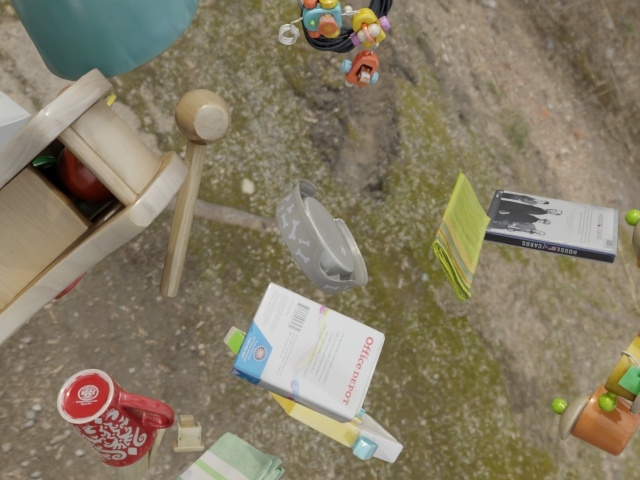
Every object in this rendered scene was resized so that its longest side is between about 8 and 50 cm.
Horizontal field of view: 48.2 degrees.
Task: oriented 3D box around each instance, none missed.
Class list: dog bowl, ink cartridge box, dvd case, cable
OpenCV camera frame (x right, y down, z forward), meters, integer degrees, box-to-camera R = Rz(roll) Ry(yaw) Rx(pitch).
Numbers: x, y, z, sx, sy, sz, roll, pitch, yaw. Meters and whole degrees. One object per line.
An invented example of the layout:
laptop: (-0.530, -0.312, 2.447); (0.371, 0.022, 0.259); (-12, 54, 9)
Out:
dog bowl: (0.000, 0.000, 2.041); (0.349, 0.102, 0.349); (52, 17, -23)
ink cartridge box: (-0.012, 0.108, 0.678); (0.122, 0.052, 0.089); (25, 67, -3)
dvd case: (0.438, -0.031, 1.360); (0.179, 0.238, 0.030); (-53, 149, -53)
cable: (0.055, -0.373, 1.122); (0.047, 0.184, 0.150); (55, -3, 39)

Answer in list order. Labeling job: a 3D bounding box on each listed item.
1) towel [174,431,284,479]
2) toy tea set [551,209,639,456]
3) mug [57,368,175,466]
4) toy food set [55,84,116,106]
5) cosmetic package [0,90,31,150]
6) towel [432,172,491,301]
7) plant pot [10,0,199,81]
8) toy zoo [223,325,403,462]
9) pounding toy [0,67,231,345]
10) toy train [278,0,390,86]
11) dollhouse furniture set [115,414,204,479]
towel: (-0.231, 0.453, 1.190); (0.325, 0.248, 0.038); (-38, 107, -25)
toy tea set: (0.367, 0.091, 0.834); (0.336, 0.124, 0.200); (-58, 152, 1)
mug: (-0.333, 0.275, 1.168); (0.113, 0.150, 0.169); (50, -14, 34)
toy food set: (-0.384, -0.191, 1.101); (0.071, 0.218, 0.128); (39, 82, -21)
cosmetic package: (-0.650, -0.201, 1.267); (0.183, 0.151, 0.151); (38, 34, 3)
towel: (0.218, -0.013, 1.085); (0.102, 0.021, 0.237); (61, 31, -19)
plant pot: (-0.373, -0.441, 1.142); (0.235, 0.293, 0.293); (67, 26, -50)
toy zoo: (-0.008, 0.221, 1.003); (0.192, 0.293, 0.030); (33, 88, -30)
pounding toy: (-0.140, 0.005, 0.431); (0.269, 0.154, 0.155); (-46, 110, -11)
toy train: (0.030, -0.273, 1.007); (0.166, 0.125, 0.046); (19, 44, -28)
dollhouse furniture set: (-0.319, 0.389, 1.408); (0.160, 0.182, 0.101); (2, 96, -15)
